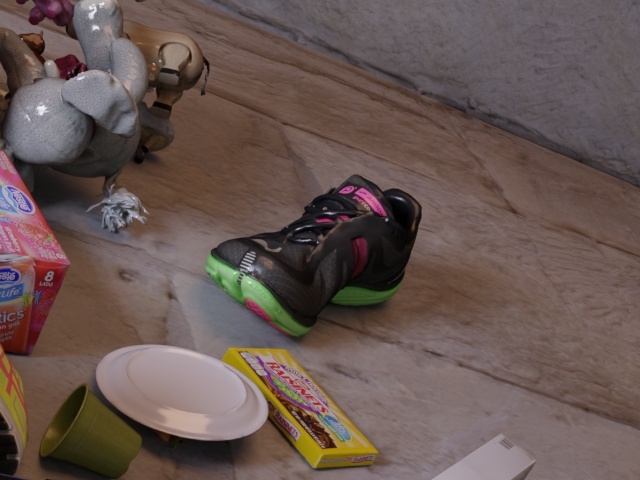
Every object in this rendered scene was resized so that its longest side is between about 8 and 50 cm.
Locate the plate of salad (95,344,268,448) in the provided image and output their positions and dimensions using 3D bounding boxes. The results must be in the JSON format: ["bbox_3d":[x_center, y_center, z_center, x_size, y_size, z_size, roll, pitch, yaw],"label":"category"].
[{"bbox_3d":[-0.157,0.177,1.500,0.199,0.048,0.200,15,21,-6],"label":"plate of salad"}]

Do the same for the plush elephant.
[{"bbox_3d":[-0.356,-0.174,1.765,0.330,0.271,0.255,61,4,16],"label":"plush elephant"}]

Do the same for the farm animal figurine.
[{"bbox_3d":[-0.315,-0.321,2.048,0.326,0.330,0.172,29,41,-14],"label":"farm animal figurine"}]

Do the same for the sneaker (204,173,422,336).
[{"bbox_3d":[0.000,0.000,1.897,0.185,0.202,0.483,34,21,17],"label":"sneaker"}]

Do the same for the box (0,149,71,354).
[{"bbox_3d":[-0.394,0.000,1.500,0.122,0.128,0.257,11,26,-38],"label":"box"}]

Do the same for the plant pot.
[{"bbox_3d":[-0.225,0.198,1.331,0.079,0.083,0.083,34,18,-18],"label":"plant pot"}]

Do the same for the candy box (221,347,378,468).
[{"bbox_3d":[-0.026,0.203,1.633,0.105,0.027,0.206,10,27,-48],"label":"candy box"}]

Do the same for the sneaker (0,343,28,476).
[{"bbox_3d":[-0.331,0.123,1.267,0.081,0.209,0.094,-13,6,8],"label":"sneaker"}]

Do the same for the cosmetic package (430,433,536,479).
[{"bbox_3d":[0.166,0.304,1.537,0.060,0.099,0.239,38,23,19],"label":"cosmetic package"}]

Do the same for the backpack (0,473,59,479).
[{"bbox_3d":[-0.264,0.255,1.078,0.105,0.114,0.084,16,24,-24],"label":"backpack"}]
